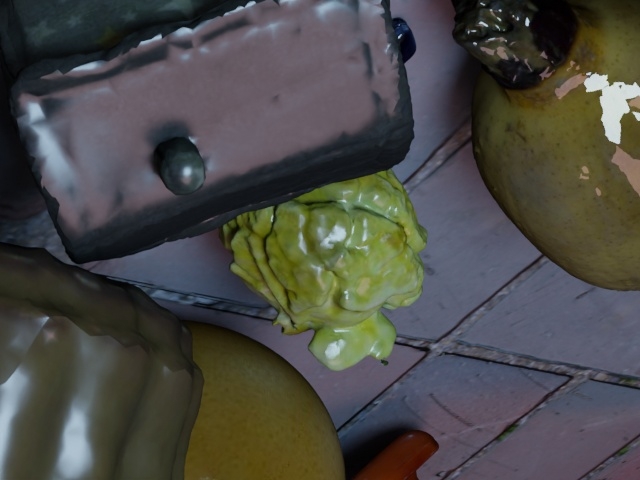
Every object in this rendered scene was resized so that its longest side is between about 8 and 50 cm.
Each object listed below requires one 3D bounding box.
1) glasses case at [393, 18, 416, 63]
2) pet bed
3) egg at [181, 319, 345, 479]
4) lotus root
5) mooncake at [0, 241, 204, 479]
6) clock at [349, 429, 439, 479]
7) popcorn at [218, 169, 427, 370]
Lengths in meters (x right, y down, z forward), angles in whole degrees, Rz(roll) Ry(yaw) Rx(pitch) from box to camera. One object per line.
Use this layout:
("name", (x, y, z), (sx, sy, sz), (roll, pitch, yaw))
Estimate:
("glasses case", (0.023, -0.106, 1.020), (0.083, 0.023, 0.033), (-27, 146, 9))
("pet bed", (-0.057, -0.082, 0.879), (0.211, 0.159, 0.183), (-18, 148, -6))
("egg", (-0.137, 0.192, 1.154), (0.322, 0.250, 0.250), (-28, 148, 16))
("lotus root", (0.182, -0.078, 1.037), (0.182, 0.183, 0.310), (-32, 141, 16))
("mooncake", (-0.223, 0.091, 0.903), (0.324, 0.187, 0.324), (15, 172, 2))
("clock", (0.027, 0.247, 1.448), (0.205, 0.051, 0.205), (-41, 172, -7))
("popcorn", (0.000, 0.000, 1.065), (0.141, 0.162, 0.135), (14, -176, 8))
